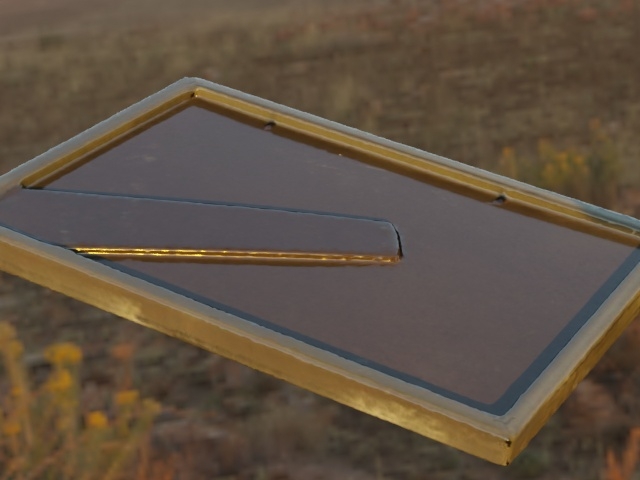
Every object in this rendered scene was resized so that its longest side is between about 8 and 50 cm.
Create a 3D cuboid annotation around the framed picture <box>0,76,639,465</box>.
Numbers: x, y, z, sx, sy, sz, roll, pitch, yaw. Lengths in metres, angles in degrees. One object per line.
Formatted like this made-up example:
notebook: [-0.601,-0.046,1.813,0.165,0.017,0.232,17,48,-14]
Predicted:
framed picture: [0.000,0.000,0.547,0.203,0.015,0.150,19,30,23]
